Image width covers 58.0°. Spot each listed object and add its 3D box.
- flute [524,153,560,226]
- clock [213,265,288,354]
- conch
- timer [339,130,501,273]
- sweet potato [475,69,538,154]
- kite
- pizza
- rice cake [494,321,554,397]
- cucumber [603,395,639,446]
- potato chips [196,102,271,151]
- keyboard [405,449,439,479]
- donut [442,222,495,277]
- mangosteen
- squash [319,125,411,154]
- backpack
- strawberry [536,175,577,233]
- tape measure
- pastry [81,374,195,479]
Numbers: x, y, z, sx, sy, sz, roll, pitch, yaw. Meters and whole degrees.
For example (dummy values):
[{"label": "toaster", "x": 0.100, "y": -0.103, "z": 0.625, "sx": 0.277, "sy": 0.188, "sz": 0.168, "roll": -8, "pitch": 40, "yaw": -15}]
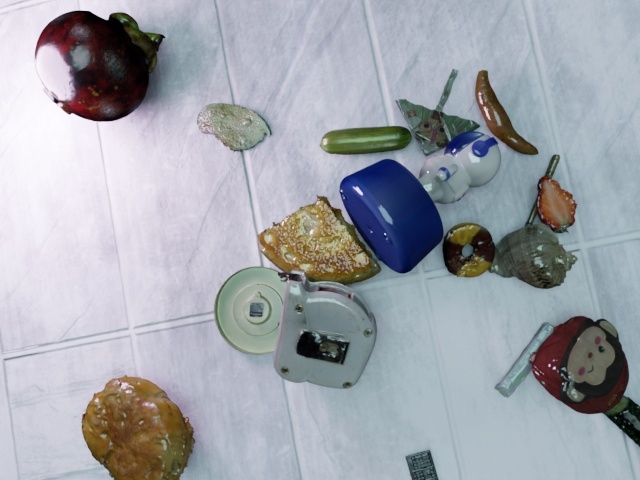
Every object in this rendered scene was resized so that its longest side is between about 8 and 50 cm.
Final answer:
[{"label": "flute", "x": 0.546, "y": -0.106, "z": 1.437, "sx": 0.027, "sy": 0.027, "sz": 0.233, "roll": 22, "pitch": 89, "yaw": 9}, {"label": "clock", "x": -0.166, "y": 0.183, "z": 1.520, "sx": 0.234, "sy": 0.029, "sz": 0.235, "roll": -1, "pitch": 86, "yaw": 9}, {"label": "conch", "x": 0.511, "y": 0.040, "z": 1.400, "sx": 0.207, "sy": 0.130, "sz": 0.155, "roll": -5, "pitch": 72, "yaw": 31}, {"label": "timer", "x": 0.267, "y": -0.130, "z": 1.391, "sx": 0.383, "sy": 0.270, "sz": 0.270, "roll": -34, "pitch": 82, "yaw": -9}, {"label": "sweet potato", "x": 0.450, "y": -0.307, "z": 1.451, "sx": 0.078, "sy": 0.058, "sz": 0.255, "roll": -32, "pitch": 86, "yaw": -15}, {"label": "kite", "x": 0.303, "y": -0.331, "z": 1.480, "sx": 0.229, "sy": 0.012, "sz": 0.250, "roll": 20, "pitch": 79, "yaw": -1}, {"label": "pizza", "x": 0.000, "y": 0.000, "z": 1.473, "sx": 0.335, "sy": 0.086, "sz": 0.226, "roll": 12, "pitch": 94, "yaw": 13}, {"label": "rice cake", "x": 0.505, "y": 0.293, "z": 1.411, "sx": 0.043, "sy": 0.034, "sz": 0.211, "roll": 37, "pitch": 92, "yaw": 10}, {"label": "cucumber", "x": 0.769, "y": 0.464, "z": 1.343, "sx": 0.077, "sy": 0.077, "sz": 0.265, "roll": -45, "pitch": 83, "yaw": 3}, {"label": "potato chips", "x": -0.237, "y": -0.306, "z": 1.569, "sx": 0.209, "sy": 0.026, "sz": 0.142, "roll": -4, "pitch": 82, "yaw": 6}, {"label": "keyboard", "x": 0.269, "y": 0.629, "z": 1.434, "sx": 0.067, "sy": 0.011, "sz": 0.202, "roll": -17, "pitch": 84, "yaw": 6}, {"label": "donut", "x": 0.359, "y": 0.019, "z": 1.421, "sx": 0.140, "sy": 0.059, "sz": 0.141, "roll": 1, "pitch": 108, "yaw": 3}, {"label": "mangosteen", "x": -0.577, "y": -0.456, "z": 1.505, "sx": 0.311, "sy": 0.311, "sz": 0.311, "roll": -1, "pitch": 86, "yaw": 8}, {"label": "squash", "x": 0.115, "y": -0.258, "z": 1.491, "sx": 0.238, "sy": 0.069, "sz": 0.069, "roll": -2, "pitch": 86, "yaw": 7}, {"label": "backpack", "x": 0.614, "y": 0.299, "z": 1.343, "sx": 0.229, "sy": 0.139, "sz": 0.229, "roll": 2, "pitch": 84, "yaw": -18}, {"label": "strawberry", "x": 0.569, "y": -0.085, "z": 1.412, "sx": 0.103, "sy": 0.048, "sz": 0.152, "roll": -22, "pitch": 90, "yaw": -11}, {"label": "tape measure", "x": 0.003, "y": 0.224, "z": 1.413, "sx": 0.265, "sy": 0.130, "sz": 0.258, "roll": 11, "pitch": 103, "yaw": 4}, {"label": "pastry", "x": -0.456, "y": 0.494, "z": 1.475, "sx": 0.311, "sy": 0.162, "sz": 0.255, "roll": 40, "pitch": 100, "yaw": 17}]
